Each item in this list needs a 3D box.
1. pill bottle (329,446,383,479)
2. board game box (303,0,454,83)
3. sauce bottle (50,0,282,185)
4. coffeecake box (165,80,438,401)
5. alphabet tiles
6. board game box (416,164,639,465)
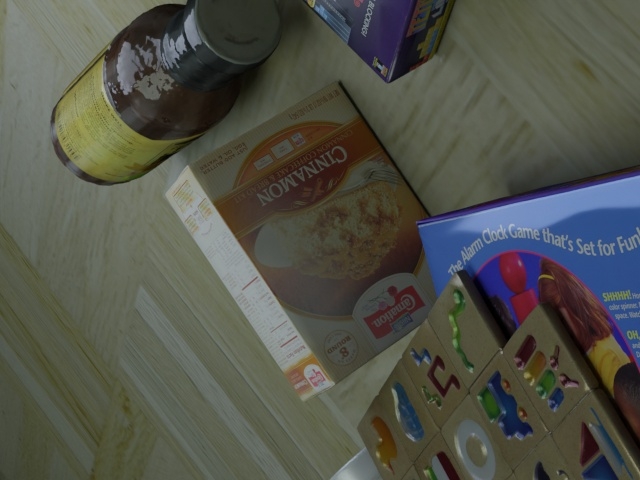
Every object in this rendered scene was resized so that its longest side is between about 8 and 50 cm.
[{"bbox_3d":[0.100,0.262,1.072,0.208,0.117,0.117,50,151,14],"label":"pill bottle"},{"bbox_3d":[0.028,-0.204,0.792,0.141,0.048,0.170,48,151,21],"label":"board game box"},{"bbox_3d":[-0.133,-0.128,1.059,0.111,0.111,0.344,61,154,-5],"label":"sauce bottle"},{"bbox_3d":[0.000,0.000,0.941,0.185,0.142,0.068,56,153,3],"label":"coffeecake box"},{"bbox_3d":[0.119,0.193,0.811,0.285,0.011,0.342,61,152,24],"label":"alphabet tiles"},{"bbox_3d":[0.195,0.073,0.689,0.347,0.078,0.233,-12,93,65],"label":"board game box"}]
